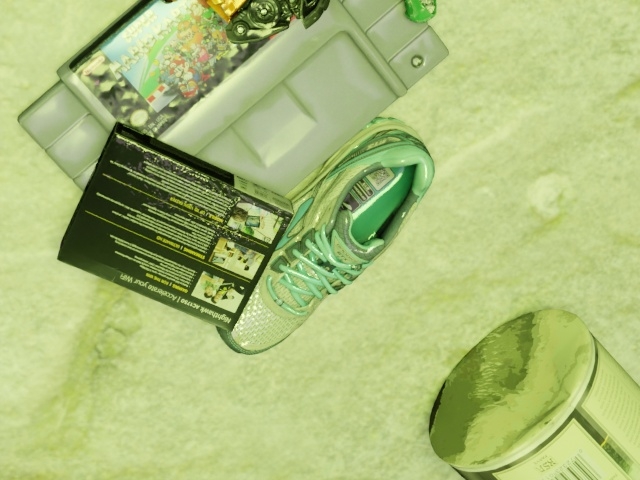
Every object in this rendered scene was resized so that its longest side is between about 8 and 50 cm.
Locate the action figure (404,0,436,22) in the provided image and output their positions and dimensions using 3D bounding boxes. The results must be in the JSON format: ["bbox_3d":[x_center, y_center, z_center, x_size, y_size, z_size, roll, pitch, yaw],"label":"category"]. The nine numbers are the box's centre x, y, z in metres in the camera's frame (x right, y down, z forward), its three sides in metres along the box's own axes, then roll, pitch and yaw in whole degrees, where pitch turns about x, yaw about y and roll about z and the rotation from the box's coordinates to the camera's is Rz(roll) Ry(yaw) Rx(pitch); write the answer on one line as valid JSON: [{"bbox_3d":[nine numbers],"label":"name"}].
[{"bbox_3d":[0.078,-0.314,1.003,0.137,0.063,0.232,-15,103,-32],"label":"action figure"}]

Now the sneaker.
[{"bbox_3d":[0.000,0.000,1.067,0.110,0.122,0.283,38,94,-20],"label":"sneaker"}]

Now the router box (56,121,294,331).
[{"bbox_3d":[-0.133,-0.011,1.015,0.179,0.046,0.133,25,105,-14],"label":"router box"}]

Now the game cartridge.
[{"bbox_3d":[-0.079,-0.150,1.042,0.355,0.068,0.230,-41,114,0],"label":"game cartridge"}]

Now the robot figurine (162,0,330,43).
[{"bbox_3d":[-0.030,-0.302,0.918,0.291,0.085,0.211,-44,93,3],"label":"robot figurine"}]

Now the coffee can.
[{"bbox_3d":[0.276,0.234,1.157,0.201,0.201,0.275,-44,110,1],"label":"coffee can"}]
